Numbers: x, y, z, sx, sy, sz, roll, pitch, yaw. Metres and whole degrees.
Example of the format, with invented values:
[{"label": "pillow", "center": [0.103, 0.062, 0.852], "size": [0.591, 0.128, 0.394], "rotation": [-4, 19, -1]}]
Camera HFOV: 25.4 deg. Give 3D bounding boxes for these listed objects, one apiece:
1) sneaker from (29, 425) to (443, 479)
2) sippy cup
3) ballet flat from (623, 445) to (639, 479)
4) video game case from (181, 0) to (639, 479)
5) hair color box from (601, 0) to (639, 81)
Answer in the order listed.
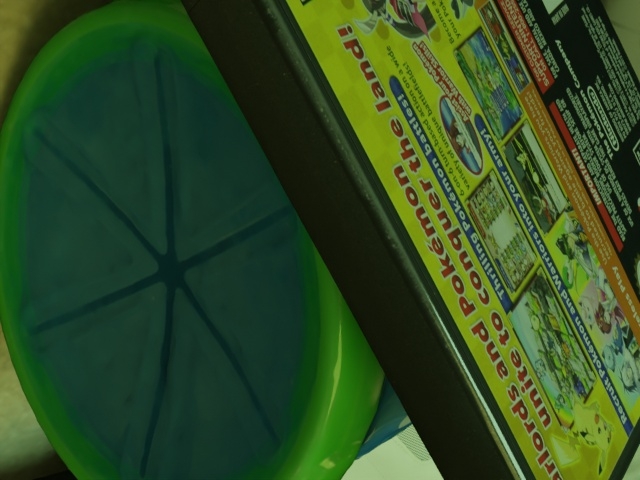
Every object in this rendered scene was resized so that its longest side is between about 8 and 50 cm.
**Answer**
[{"label": "sneaker", "center": [-0.036, 0.107, 0.832], "size": [0.330, 0.122, 0.146], "rotation": [-8, 113, -32]}, {"label": "sippy cup", "center": [0.000, 0.000, 0.674], "size": [0.224, 0.240, 0.305], "rotation": [-12, 147, -45]}, {"label": "ballet flat", "center": [0.256, 0.235, 1.147], "size": [0.400, 0.139, 0.139], "rotation": [-42, 140, 3]}, {"label": "video game case", "center": [0.070, -0.044, 0.578], "size": [0.275, 0.035, 0.248], "rotation": [62, 37, -13]}, {"label": "hair color box", "center": [0.267, -0.179, 0.668], "size": [0.113, 0.185, 0.374], "rotation": [-15, 128, -53]}]
